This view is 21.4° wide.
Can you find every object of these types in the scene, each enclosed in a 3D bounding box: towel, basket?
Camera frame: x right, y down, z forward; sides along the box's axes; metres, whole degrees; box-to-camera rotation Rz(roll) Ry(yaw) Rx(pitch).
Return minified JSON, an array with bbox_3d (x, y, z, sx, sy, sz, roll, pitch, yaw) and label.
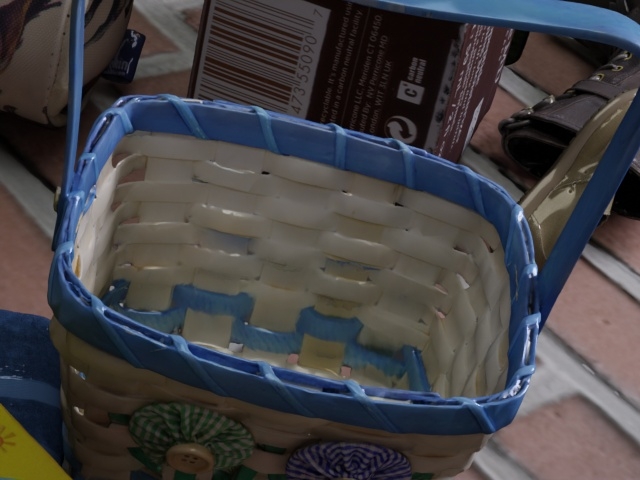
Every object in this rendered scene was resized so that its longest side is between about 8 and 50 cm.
[{"bbox_3d":[-0.161,0.079,0.854,0.067,0.029,0.119,7,34,-11],"label":"towel"},{"bbox_3d":[0.000,0.000,0.789,0.255,0.289,0.201,11,34,-5],"label":"basket"}]

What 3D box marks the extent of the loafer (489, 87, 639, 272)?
[{"bbox_3d":[0.168,-0.034,1.079,0.050,0.056,0.148,40,79,7],"label":"loafer"}]

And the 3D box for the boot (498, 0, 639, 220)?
[{"bbox_3d":[0.210,-0.114,1.219,0.229,0.091,0.263,-27,43,-34],"label":"boot"}]

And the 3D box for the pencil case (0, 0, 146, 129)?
[{"bbox_3d":[-0.314,-0.204,1.098,0.410,0.160,0.183,18,41,7],"label":"pencil case"}]

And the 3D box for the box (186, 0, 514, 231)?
[{"bbox_3d":[0.030,-0.139,1.113,0.167,0.168,0.203,20,35,11],"label":"box"}]

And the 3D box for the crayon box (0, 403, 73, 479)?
[{"bbox_3d":[-0.212,0.132,0.690,0.318,0.081,0.202,42,42,25],"label":"crayon box"}]

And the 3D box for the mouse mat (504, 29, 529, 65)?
[{"bbox_3d":[0.070,-0.200,1.237,0.190,0.152,0.007,12,50,-1],"label":"mouse mat"}]
